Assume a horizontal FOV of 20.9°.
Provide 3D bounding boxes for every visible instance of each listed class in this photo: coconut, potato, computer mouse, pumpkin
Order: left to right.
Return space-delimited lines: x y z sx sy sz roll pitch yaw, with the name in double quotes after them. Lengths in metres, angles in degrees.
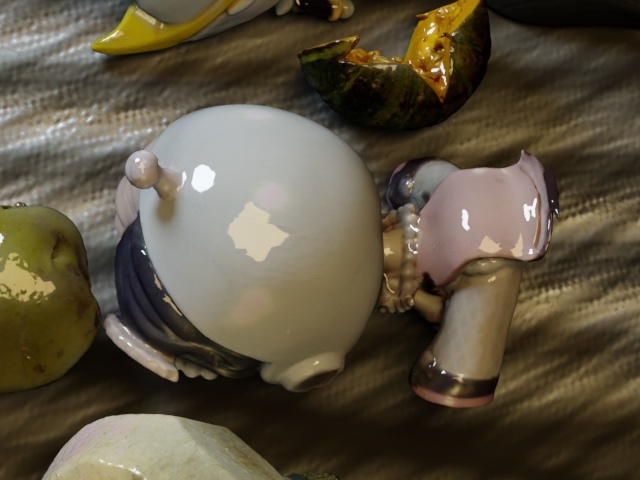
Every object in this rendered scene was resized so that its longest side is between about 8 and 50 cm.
-0.283 0.049 1.421 0.200 0.137 0.155 -10 62 -3 "potato"
-0.123 0.250 1.382 0.197 0.237 0.237 0 69 29 "coconut"
0.078 -0.153 1.580 0.183 0.119 0.108 -19 98 -16 "pumpkin"
0.262 -0.283 1.681 0.264 0.088 0.147 2 76 -16 "computer mouse"

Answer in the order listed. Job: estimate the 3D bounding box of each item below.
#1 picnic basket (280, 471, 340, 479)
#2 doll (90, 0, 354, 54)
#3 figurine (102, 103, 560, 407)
-0.013 0.228 1.482 0.083 0.083 0.065 31 60 -51 "picnic basket"
-0.074 -0.252 1.584 0.316 0.145 0.103 -8 43 -21 "doll"
-0.001 -0.007 1.472 0.361 0.211 0.253 3 42 -12 "figurine"
